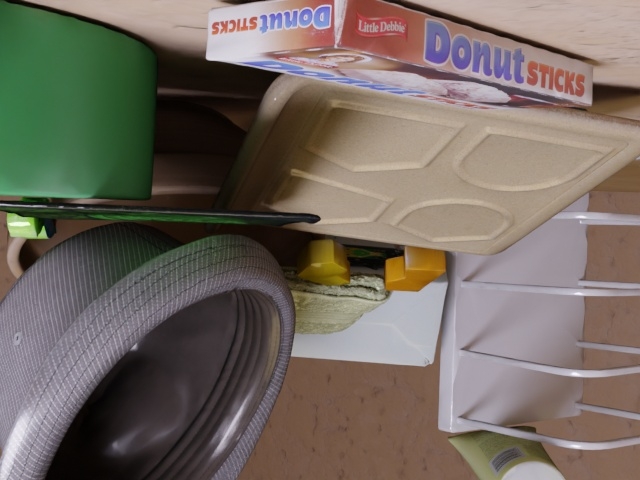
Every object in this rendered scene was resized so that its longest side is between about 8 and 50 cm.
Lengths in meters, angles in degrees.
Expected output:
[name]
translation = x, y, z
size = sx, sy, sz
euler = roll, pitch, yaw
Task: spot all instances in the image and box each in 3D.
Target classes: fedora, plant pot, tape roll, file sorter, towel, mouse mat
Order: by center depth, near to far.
[tape roll]
translation = -0.241, -0.064, 0.474
size = 0.321, 0.077, 0.321
euler = 4, -177, 0
[mouse mat]
translation = -0.086, -0.013, 0.508
size = 0.152, 0.007, 0.189
euler = 2, -179, -8
[fedora]
translation = -0.138, 0.097, 0.648
size = 0.124, 0.275, 0.244
euler = 35, -149, 29
[plant pot]
translation = -0.117, -0.032, 0.761
size = 0.237, 0.110, 0.237
euler = -5, 157, -2
[towel]
translation = -0.025, 0.052, 0.808
size = 0.148, 0.027, 0.110
euler = 4, 156, -24
[file sorter]
translation = 0.240, 0.044, 0.917
size = 0.193, 0.278, 0.173
euler = 1, -179, -37

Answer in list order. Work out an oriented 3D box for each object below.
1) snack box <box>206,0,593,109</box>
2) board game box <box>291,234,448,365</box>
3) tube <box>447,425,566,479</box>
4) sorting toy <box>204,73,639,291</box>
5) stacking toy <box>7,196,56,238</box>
[snack box]
translation = 0.041, -0.072, 0.400
size = 0.064, 0.022, 0.178
euler = 5, -177, 42
[board game box]
translation = 0.000, 0.000, 1.014
size = 0.224, 0.097, 0.303
euler = 5, -154, -2
[tube]
translation = 0.178, 0.206, 0.918
size = 0.070, 0.062, 0.240
euler = 34, -178, -1
[sorting toy]
translation = 0.045, -0.030, 0.635
size = 0.229, 0.041, 0.307
euler = 4, 161, -15
[stacking toy]
translation = -0.255, 0.030, 0.679
size = 0.167, 0.052, 0.221
euler = 2, 153, -2
